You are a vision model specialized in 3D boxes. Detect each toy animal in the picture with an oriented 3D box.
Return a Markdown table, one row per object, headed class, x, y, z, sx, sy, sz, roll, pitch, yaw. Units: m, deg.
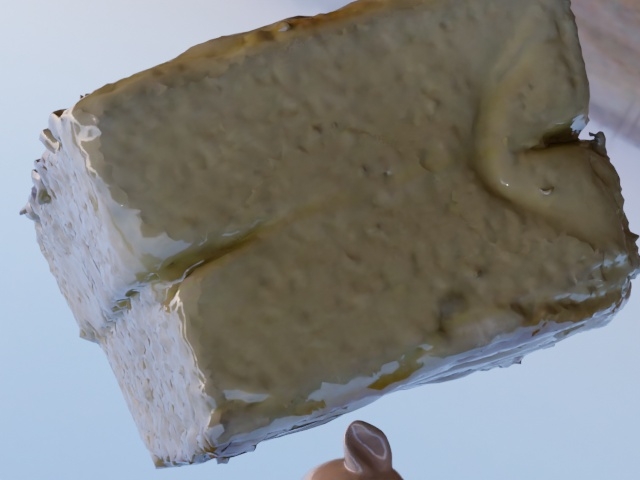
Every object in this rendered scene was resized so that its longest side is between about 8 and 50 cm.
| class | x | y | z | sx | sy | sz | roll | pitch | yaw |
| --- | --- | --- | --- | --- | --- | --- | --- | --- | --- |
| toy animal | -0.021 | 0.291 | 1.154 | 0.149 | 0.248 | 0.165 | 52 | 156 | 12 |

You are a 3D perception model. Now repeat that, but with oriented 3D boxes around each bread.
| class | x | y | z | sx | sy | sz | roll | pitch | yaw |
| --- | --- | --- | --- | --- | --- | --- | --- | --- | --- |
| bread | 0.000 | 0.000 | 0.972 | 0.390 | 0.279 | 0.371 | -17 | 172 | -20 |
